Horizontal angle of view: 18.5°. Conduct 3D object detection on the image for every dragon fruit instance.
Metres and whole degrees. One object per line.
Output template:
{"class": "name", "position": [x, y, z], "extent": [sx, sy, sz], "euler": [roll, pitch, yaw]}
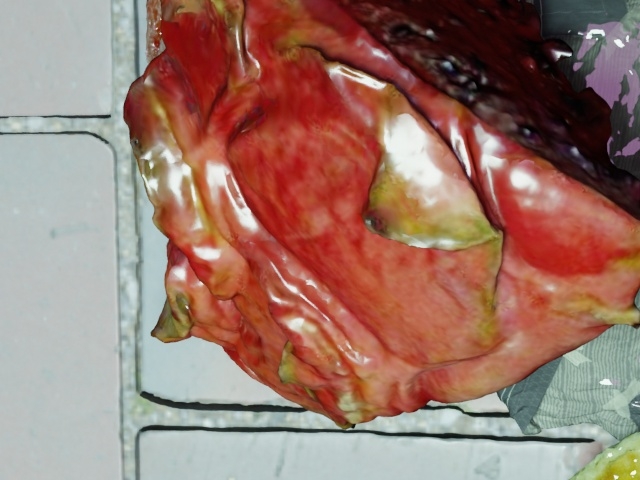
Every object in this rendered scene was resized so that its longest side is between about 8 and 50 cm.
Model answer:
{"class": "dragon fruit", "position": [-0.007, -0.001, 1.152], "extent": [0.329, 0.228, 0.286], "euler": [-51, 49, 28]}

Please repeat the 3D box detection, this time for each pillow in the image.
{"class": "pillow", "position": [0.184, -0.038, 1.228], "extent": [0.162, 0.092, 0.335], "euler": [4, 96, 8]}

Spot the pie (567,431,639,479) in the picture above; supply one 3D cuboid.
{"class": "pie", "position": [0.255, 0.225, 1.234], "extent": [0.248, 0.090, 0.201], "euler": [32, 120, 4]}

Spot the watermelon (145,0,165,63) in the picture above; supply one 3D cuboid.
{"class": "watermelon", "position": [-0.054, -0.123, 1.286], "extent": [0.187, 0.071, 0.139], "euler": [40, 106, 6]}
